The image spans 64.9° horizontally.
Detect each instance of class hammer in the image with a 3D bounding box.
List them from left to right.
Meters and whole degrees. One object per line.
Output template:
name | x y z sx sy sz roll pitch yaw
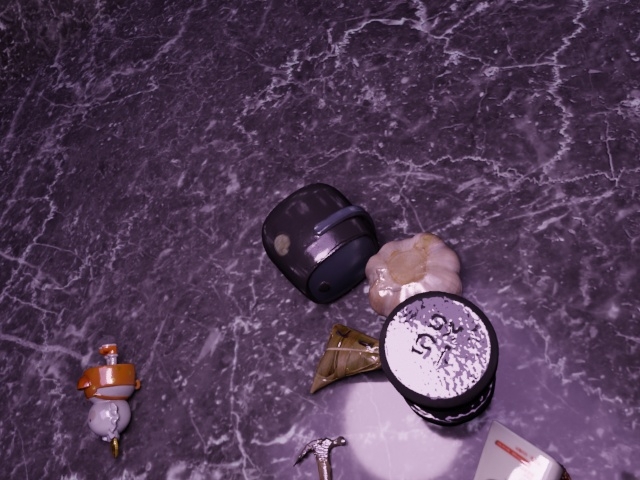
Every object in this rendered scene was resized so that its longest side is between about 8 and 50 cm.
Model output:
hammer | 0.019 0.571 1.054 0.125 0.027 0.296 -16 61 9

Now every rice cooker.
rice cooker | 0.000 0.000 1.219 0.267 0.267 0.224 -39 57 -4

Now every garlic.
garlic | 0.217 0.094 1.155 0.228 0.152 0.227 -7 64 15

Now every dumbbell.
dumbbell | 0.236 0.241 0.978 0.204 0.322 0.203 -7 63 14

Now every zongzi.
zongzi | 0.075 0.295 1.127 0.189 0.081 0.177 16 76 44

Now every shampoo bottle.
shampoo bottle | 0.329 0.506 0.958 0.153 0.071 0.284 25 75 44

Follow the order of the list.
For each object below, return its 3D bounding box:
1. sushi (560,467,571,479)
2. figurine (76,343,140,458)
sushi | 0.456 0.482 0.949 0.051 0.047 0.099 8 68 17
figurine | -0.519 0.396 1.259 0.144 0.143 0.271 -24 80 5
